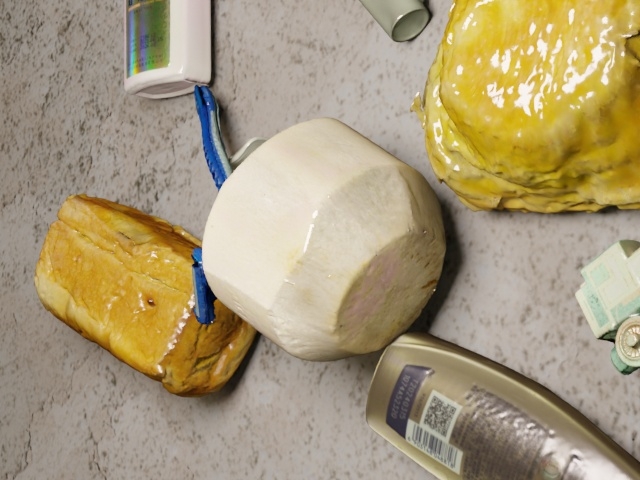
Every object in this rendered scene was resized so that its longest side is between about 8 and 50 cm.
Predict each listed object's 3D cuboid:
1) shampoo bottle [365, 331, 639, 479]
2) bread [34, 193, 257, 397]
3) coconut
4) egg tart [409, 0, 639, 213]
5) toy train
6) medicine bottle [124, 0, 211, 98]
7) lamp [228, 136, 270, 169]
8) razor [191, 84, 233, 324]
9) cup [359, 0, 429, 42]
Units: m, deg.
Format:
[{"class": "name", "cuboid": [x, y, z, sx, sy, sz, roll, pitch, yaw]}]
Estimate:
[{"class": "shampoo bottle", "cuboid": [0.192, 0.197, 1.283, 0.350, 0.084, 0.126, 26, 104, 41]}, {"class": "bread", "cuboid": [-0.206, 0.063, 1.634, 0.294, 0.132, 0.167, 27, 102, 42]}, {"class": "coconut", "cuboid": [0.001, -0.003, 1.400, 0.241, 0.241, 0.241, -6, 81, 42]}, {"class": "egg tart", "cuboid": [0.228, -0.188, 1.254, 0.351, 0.153, 0.339, 9, 88, 42]}, {"class": "toy train", "cuboid": [0.311, 0.032, 1.199, 0.194, 0.080, 0.125, -43, 54, 32]}, {"class": "medicine bottle", "cuboid": [-0.184, -0.285, 1.692, 0.115, 0.078, 0.219, -9, 79, 44]}, {"class": "lamp", "cuboid": [-0.060, -0.016, 1.564, 0.056, 0.050, 0.198, -31, 65, 37]}, {"class": "razor", "cuboid": [-0.114, -0.059, 1.541, 0.093, 0.056, 0.324, 91, 176, -46]}, {"class": "cup", "cuboid": [0.081, -0.255, 1.471, 0.083, 0.075, 0.054, 57, 158, 27]}]
